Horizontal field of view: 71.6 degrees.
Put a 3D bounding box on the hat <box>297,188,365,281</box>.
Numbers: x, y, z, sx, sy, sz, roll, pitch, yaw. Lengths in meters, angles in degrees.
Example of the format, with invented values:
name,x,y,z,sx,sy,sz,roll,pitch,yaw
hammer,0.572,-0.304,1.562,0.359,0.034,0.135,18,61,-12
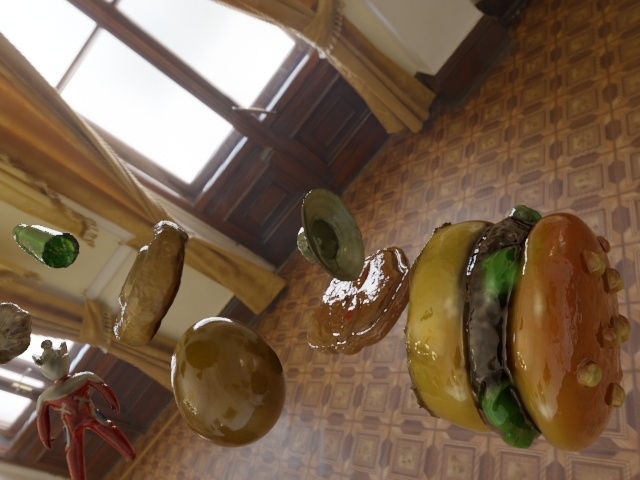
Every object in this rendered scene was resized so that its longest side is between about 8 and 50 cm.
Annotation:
name,x,y,z,sx,sy,sz,roll,pitch,yaw
hat,0.000,0.000,1.138,0.110,0.252,0.252,-24,41,34

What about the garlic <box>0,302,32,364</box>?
name,x,y,z,sx,sy,sz,roll,pitch,yaw
garlic,-0.757,0.221,1.035,0.159,0.147,0.102,-59,25,-12

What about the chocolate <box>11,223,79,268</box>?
name,x,y,z,sx,sy,sz,roll,pitch,yaw
chocolate,-0.845,0.004,1.339,0.291,0.110,0.110,15,72,35

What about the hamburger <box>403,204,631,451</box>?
name,x,y,z,sx,sy,sz,roll,pitch,yaw
hamburger,0.343,0.154,0.740,0.277,0.396,0.395,-4,56,42

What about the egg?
name,x,y,z,sx,sy,sz,roll,pitch,yaw
egg,-0.219,0.322,1.045,0.250,0.250,0.322,-51,53,9

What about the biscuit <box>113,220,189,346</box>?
name,x,y,z,sx,sy,sz,roll,pitch,yaw
biscuit,-0.363,0.097,0.932,0.274,0.091,0.213,-63,25,6

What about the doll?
name,x,y,z,sx,sy,sz,roll,pitch,yaw
doll,-0.626,0.429,1.134,0.188,0.384,0.099,-24,1,-27

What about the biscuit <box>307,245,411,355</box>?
name,x,y,z,sx,sy,sz,roll,pitch,yaw
biscuit,0.109,0.184,1.316,0.455,0.078,0.349,-34,28,45
